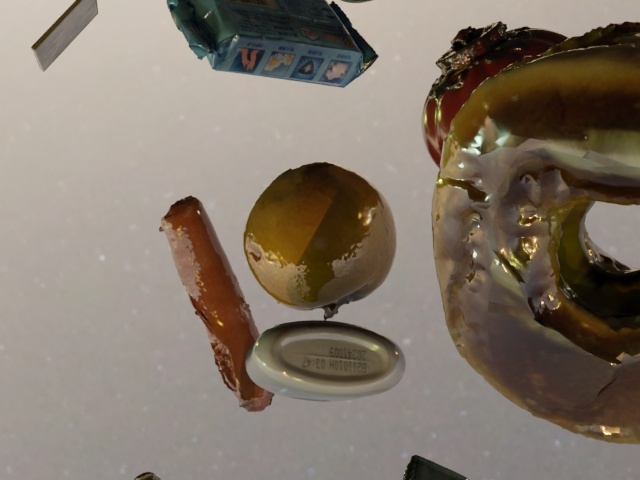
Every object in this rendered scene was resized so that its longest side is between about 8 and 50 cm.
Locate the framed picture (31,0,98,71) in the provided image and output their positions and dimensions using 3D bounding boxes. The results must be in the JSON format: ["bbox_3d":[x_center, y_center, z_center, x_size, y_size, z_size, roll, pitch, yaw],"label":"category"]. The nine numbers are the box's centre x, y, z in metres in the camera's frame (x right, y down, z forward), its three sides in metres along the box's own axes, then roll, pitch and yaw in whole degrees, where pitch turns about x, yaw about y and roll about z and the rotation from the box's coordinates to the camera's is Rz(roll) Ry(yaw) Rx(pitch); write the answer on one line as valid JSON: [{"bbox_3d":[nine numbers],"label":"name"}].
[{"bbox_3d":[-0.400,-0.333,1.835,0.136,0.010,0.201,-48,-173,-7],"label":"framed picture"}]

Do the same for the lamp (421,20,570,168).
[{"bbox_3d":[0.224,-0.166,1.411,0.227,0.226,0.227,-14,-155,7],"label":"lamp"}]

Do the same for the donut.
[{"bbox_3d":[0.229,-0.012,0.855,0.330,0.330,0.160,-4,-149,25],"label":"donut"}]

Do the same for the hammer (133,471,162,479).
[{"bbox_3d":[-0.171,0.346,1.492,0.125,0.297,0.027,-38,-119,-5],"label":"hammer"}]

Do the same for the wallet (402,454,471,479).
[{"bbox_3d":[0.126,0.318,1.331,0.026,0.088,0.129,-48,-160,49],"label":"wallet"}]

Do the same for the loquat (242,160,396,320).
[{"bbox_3d":[0.000,0.000,1.550,0.208,0.208,0.208,-14,-155,7],"label":"loquat"}]

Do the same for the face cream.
[{"bbox_3d":[-0.007,0.146,1.353,0.163,0.080,0.336,7,170,-6],"label":"face cream"}]

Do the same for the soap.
[{"bbox_3d":[-0.072,-0.300,1.669,0.293,0.077,0.156,3,-137,-36],"label":"soap"}]

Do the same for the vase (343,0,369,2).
[{"bbox_3d":[0.016,-0.428,1.393,0.156,0.300,0.251,-7,157,-24],"label":"vase"}]

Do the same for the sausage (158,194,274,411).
[{"bbox_3d":[-0.144,0.093,1.664,0.079,0.326,0.087,-21,-170,7],"label":"sausage"}]
